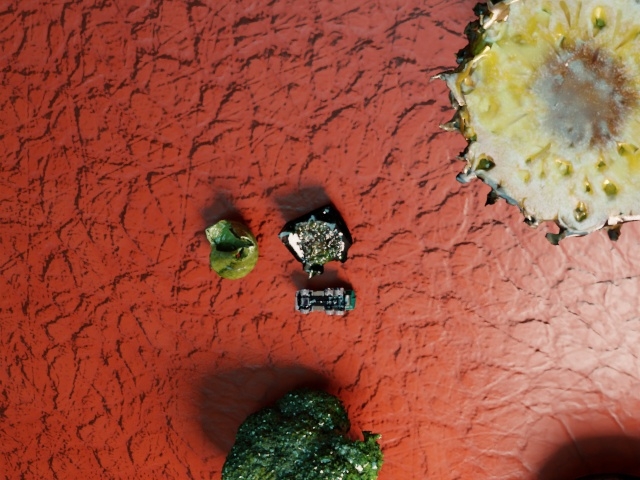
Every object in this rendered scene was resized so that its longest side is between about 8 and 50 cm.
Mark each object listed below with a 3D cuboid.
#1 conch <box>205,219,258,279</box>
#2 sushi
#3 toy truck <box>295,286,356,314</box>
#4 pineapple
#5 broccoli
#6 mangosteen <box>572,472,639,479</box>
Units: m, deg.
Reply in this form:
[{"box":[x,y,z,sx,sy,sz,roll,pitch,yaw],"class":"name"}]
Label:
[{"box":[-0.129,0.010,1.679,0.089,0.074,0.121,44,158,-5],"class":"conch"},{"box":[0.000,0.000,1.649,0.083,0.056,0.084,-29,101,19],"class":"sushi"},{"box":[0.008,0.087,1.690,0.083,0.044,0.039,-1,91,19],"class":"toy truck"},{"box":[0.313,-0.189,1.321,0.353,0.300,0.352,7,117,14],"class":"pineapple"},{"box":[-0.029,0.355,1.733,0.261,0.242,0.269,13,91,48],"class":"broccoli"},{"box":[0.413,0.484,1.604,0.300,0.300,0.300,7,115,15],"class":"mangosteen"}]
